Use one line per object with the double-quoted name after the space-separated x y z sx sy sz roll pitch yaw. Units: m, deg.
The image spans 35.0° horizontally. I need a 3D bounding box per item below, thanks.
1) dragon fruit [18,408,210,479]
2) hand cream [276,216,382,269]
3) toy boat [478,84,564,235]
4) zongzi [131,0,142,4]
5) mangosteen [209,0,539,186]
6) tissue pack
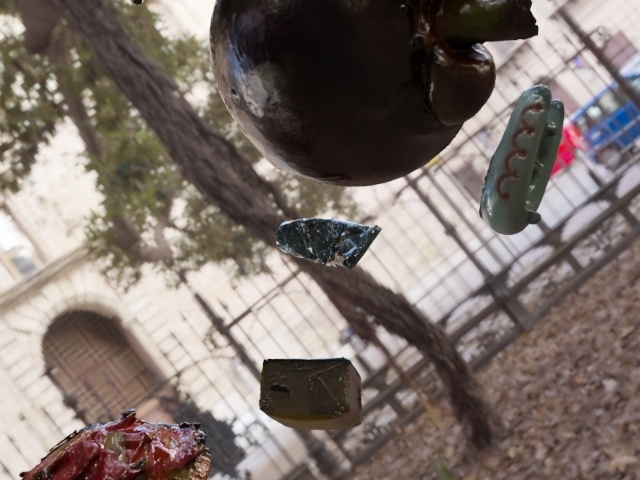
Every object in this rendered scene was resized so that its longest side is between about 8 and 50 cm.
-0.229 0.303 1.108 0.261 0.189 0.163 -49 -46 1 "dragon fruit"
-0.001 0.000 1.550 0.248 0.052 0.075 7 79 61 "hand cream"
0.289 -0.104 1.392 0.134 0.079 0.207 21 -89 -65 "toy boat"
-0.152 -0.412 1.055 0.125 0.274 0.251 8 34 31 "zongzi"
0.039 -0.189 1.031 0.297 0.293 0.297 -25 -42 -25 "mangosteen"
-0.010 0.203 1.331 0.120 0.082 0.169 0 -15 7 "tissue pack"
